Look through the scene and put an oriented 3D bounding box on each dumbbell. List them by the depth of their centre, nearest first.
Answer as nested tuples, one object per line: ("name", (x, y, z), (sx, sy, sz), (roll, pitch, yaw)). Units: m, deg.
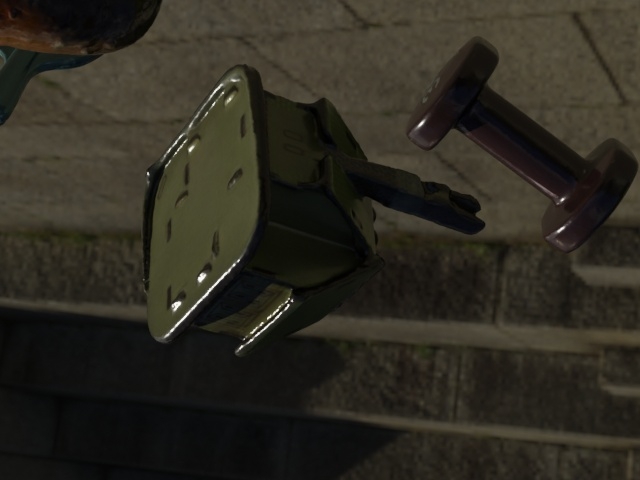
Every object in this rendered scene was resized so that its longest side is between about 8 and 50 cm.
("dumbbell", (0.208, -0.100, 1.250), (0.225, 0.124, 0.140), (36, -161, -3))

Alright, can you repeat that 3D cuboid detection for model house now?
("model house", (0.000, 0.000, 1.118), (0.278, 0.205, 0.218), (16, 141, -29))

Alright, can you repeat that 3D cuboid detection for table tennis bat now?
("table tennis bat", (-0.293, -0.206, 1.256), (0.149, 0.237, 0.038), (15, 141, 6))

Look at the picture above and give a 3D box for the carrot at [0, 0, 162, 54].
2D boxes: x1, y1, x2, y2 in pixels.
("carrot", (-0.250, -0.192, 0.782), (0.301, 0.139, 0.138), (-2, 173, -22))
